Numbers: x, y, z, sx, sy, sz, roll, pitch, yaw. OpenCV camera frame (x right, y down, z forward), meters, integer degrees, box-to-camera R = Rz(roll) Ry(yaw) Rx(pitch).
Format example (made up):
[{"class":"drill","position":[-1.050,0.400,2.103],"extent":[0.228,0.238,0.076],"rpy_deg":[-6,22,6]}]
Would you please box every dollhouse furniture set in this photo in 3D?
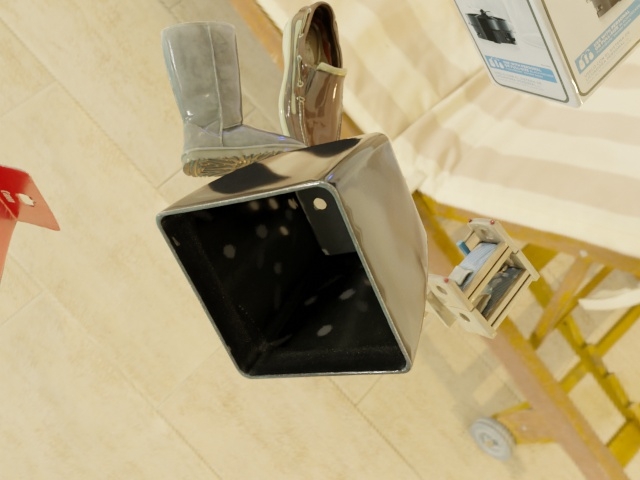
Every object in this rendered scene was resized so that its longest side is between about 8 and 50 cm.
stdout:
[{"class":"dollhouse furniture set","position":[0.212,0.050,1.268],"extent":[0.129,0.184,0.129],"rpy_deg":[-49,115,-17]}]

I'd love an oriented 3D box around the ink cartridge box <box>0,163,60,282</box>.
[{"class":"ink cartridge box","position":[-0.514,-0.022,1.077],"extent":[0.272,0.309,0.130],"rpy_deg":[11,76,-7]}]

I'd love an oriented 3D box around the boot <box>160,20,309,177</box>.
[{"class":"boot","position":[-0.112,-0.189,1.073],"extent":[0.190,0.076,0.208],"rpy_deg":[0,64,-20]}]

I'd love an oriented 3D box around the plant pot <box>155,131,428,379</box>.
[{"class":"plant pot","position":[0.000,0.000,0.744],"extent":[0.167,0.188,0.187],"rpy_deg":[-52,125,-46]}]

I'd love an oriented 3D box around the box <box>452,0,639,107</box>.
[{"class":"box","position":[0.141,-0.249,0.514],"extent":[0.169,0.087,0.290],"rpy_deg":[-44,127,-9]}]

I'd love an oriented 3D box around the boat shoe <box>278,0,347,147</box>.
[{"class":"boat shoe","position":[-0.006,-0.227,1.170],"extent":[0.095,0.095,0.257],"rpy_deg":[0,76,-31]}]
